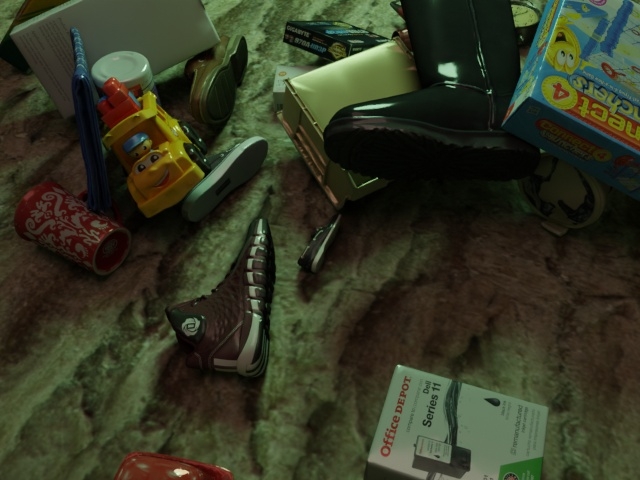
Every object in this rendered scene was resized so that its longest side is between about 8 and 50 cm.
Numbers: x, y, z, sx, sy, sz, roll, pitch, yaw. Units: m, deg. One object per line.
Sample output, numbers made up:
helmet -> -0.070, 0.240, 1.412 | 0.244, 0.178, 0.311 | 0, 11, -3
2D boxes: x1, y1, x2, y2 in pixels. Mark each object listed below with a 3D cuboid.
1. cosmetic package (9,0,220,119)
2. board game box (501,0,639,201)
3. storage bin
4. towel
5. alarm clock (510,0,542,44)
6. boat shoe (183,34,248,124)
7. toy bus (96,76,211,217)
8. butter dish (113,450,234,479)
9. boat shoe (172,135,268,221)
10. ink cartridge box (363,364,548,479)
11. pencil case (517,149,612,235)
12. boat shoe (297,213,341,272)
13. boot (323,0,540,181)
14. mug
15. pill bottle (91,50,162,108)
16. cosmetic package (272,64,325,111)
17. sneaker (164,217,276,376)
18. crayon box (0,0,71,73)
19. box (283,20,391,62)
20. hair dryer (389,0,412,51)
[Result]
cosmetic package -> -0.423, -0.430, 1.278 | 0.366, 0.197, 0.155 | -29, 31, -10
board game box -> 0.483, -0.242, 0.981 | 0.308, 0.086, 0.301 | 27, 64, -2
storage bin -> 0.095, -0.221, 1.157 | 0.262, 0.123, 0.260 | -25, 71, -18
towel -> -0.420, -0.223, 1.088 | 0.040, 0.243, 0.336 | -9, 33, -19
alarm clock -> 0.471, -0.535, 1.479 | 0.129, 0.064, 0.192 | 24, 57, 21
boat shoe -> -0.241, -0.347, 1.329 | 0.105, 0.110, 0.307 | 2, 40, 9
toy bus -> -0.310, -0.176, 1.063 | 0.149, 0.211, 0.220 | -34, 33, 4
butter dish -> -0.205, 0.327, 0.744 | 0.160, 0.118, 0.159 | 8, 50, 9
boat shoe -> -0.195, -0.128, 1.159 | 0.076, 0.080, 0.228 | 30, 65, 24
ink cartridge box -> 0.176, 0.270, 0.798 | 0.209, 0.086, 0.153 | 13, 51, 14
pencil case -> 0.519, -0.194, 1.118 | 0.160, 0.183, 0.410 | 18, 53, 43
boat shoe -> 0.000, 0.000, 1.061 | 0.038, 0.046, 0.125 | 21, 62, 12
boot -> 0.178, -0.327, 1.067 | 0.367, 0.146, 0.445 | 5, 67, -14
mug -> -0.412, -0.031, 1.055 | 0.169, 0.113, 0.150 | 26, 71, 18
pill bottle -> -0.366, -0.258, 1.192 | 0.108, 0.193, 0.108 | -2, 50, 2
cosmetic package -> 0.020, -0.331, 1.326 | 0.239, 0.060, 0.098 | 1, 49, 2
sneaker -> -0.160, 0.078, 0.963 | 0.163, 0.106, 0.281 | -2, 51, 4
crayon box -> -0.613, -0.558, 1.404 | 0.319, 0.081, 0.202 | -32, 41, 30
box -> 0.050, -0.447, 1.373 | 0.175, 0.051, 0.220 | 29, 31, 25
hair dryer -> 0.243, -0.500, 1.450 | 0.224, 0.080, 0.293 | 16, 34, 18
